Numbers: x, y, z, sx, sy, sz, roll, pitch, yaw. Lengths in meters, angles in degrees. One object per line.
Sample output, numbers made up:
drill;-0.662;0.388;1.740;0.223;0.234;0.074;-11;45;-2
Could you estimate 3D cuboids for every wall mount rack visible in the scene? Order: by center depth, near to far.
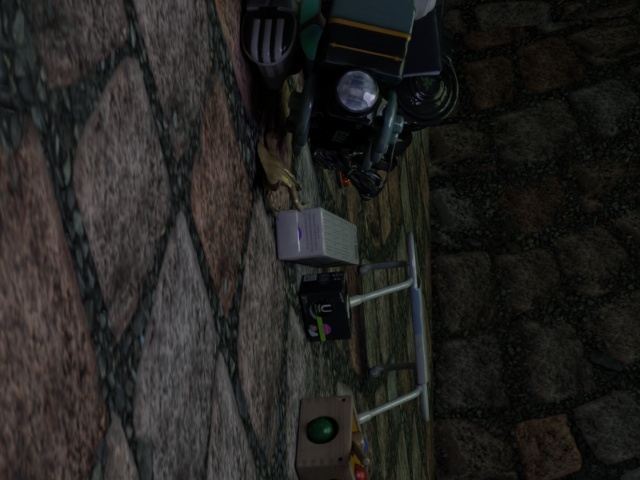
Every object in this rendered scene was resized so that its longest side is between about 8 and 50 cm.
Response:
wall mount rack;0.119;0.170;2.317;0.304;0.130;0.350;-66;150;-78

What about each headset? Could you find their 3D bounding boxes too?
headset;0.095;-0.221;2.150;0.243;0.185;0.394;-45;-159;42

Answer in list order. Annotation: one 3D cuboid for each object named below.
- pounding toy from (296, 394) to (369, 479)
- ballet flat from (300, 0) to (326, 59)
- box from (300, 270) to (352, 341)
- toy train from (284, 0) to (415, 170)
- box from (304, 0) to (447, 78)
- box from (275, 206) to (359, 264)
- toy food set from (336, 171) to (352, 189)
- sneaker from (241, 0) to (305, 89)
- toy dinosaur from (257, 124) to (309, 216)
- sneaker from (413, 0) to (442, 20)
pounding toy;0.026;0.279;1.734;0.141;0.100;0.130;76;13;-46
ballet flat;-0.033;-0.317;1.821;0.067;0.073;0.206;61;-2;20
box;0.009;0.092;1.838;0.052;0.062;0.083;-83;165;-57
toy train;0.040;-0.200;1.651;0.334;0.142;0.190;131;-28;-85
box;0.066;-0.478;1.999;0.293;0.212;0.395;-79;162;-59
box;0.000;0.000;1.826;0.324;0.063;0.067;14;70;-80
toy food set;0.041;-0.130;2.270;0.082;0.020;0.083;-36;120;-79
sneaker;-0.051;-0.290;1.643;0.132;0.086;0.229;78;21;-63
toy dinosaur;-0.057;-0.075;1.611;0.183;0.053;0.092;-93;159;-61
sneaker;0.014;-0.433;1.756;0.385;0.147;0.145;53;-3;-20
